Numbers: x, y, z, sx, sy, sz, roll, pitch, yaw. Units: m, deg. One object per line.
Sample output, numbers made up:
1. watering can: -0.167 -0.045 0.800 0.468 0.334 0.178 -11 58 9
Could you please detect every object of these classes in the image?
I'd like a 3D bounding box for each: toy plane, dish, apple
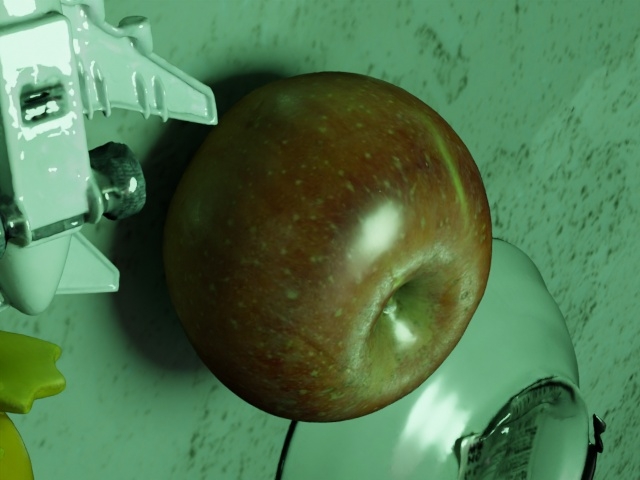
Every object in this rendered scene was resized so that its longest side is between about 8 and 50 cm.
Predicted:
1. toy plane: -0.148 -0.067 0.961 0.251 0.101 0.255 -19 125 -31
2. dish: 0.107 0.162 1.408 0.316 0.106 0.316 -28 130 -40
3. apple: 0.000 0.000 1.146 0.201 0.162 0.201 -30 141 -29

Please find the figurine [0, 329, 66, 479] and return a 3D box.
1. figurine: -0.211 0.166 0.959 0.215 0.215 0.228 -28 118 -40
